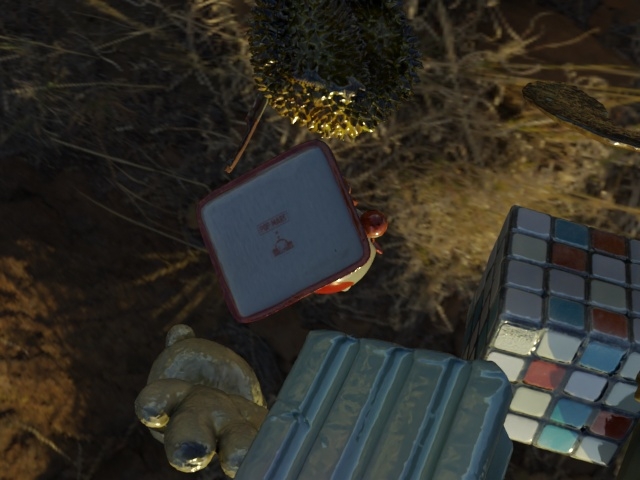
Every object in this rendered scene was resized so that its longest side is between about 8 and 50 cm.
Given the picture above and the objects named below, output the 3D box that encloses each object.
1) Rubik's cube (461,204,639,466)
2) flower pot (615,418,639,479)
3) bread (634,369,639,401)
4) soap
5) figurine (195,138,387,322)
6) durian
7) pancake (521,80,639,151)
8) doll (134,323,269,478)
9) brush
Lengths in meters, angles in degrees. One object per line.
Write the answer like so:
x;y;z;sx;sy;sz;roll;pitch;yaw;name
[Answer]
0.359;0.141;1.677;0.253;0.259;0.256;15;131;0;Rubik's cube
0.539;0.364;1.641;0.290;0.290;0.259;45;67;-24;flower pot
0.384;0.029;0.880;0.114;0.185;0.275;43;63;6;bread
0.023;0.205;0.799;0.095;0.173;0.289;77;31;-42;soap
0.000;0.000;1.337;0.183;0.226;0.160;-26;75;20;figurine
0.011;-0.285;1.654;0.258;0.258;0.293;-22;77;-17;durian
0.322;-0.146;1.304;0.184;0.190;0.020;16;114;-1;pancake
-0.144;0.224;1.373;0.149;0.278;0.175;-42;107;4;doll
-0.084;-0.231;1.754;0.071;0.084;0.301;22;64;-1;brush
